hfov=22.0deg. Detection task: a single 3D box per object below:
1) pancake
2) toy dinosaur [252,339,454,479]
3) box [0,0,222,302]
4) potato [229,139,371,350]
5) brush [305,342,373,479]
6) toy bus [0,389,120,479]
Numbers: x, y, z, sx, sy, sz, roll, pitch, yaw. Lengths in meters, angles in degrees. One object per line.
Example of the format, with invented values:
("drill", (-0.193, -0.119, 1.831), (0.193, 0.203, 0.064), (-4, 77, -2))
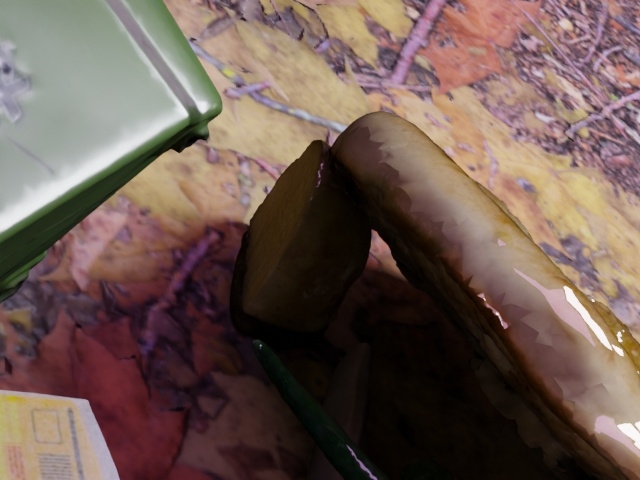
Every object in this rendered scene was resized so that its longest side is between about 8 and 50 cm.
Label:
("pancake", (0.145, 0.078, 0.905), (0.382, 0.071, 0.382), (49, 7, -8))
("toy dinosaur", (0.098, 0.260, 0.782), (0.447, 0.087, 0.301), (39, 39, -21))
("box", (-0.211, -0.027, 0.696), (0.178, 0.252, 0.328), (56, 38, -2))
("potato", (0.000, 0.000, 0.955), (0.066, 0.103, 0.096), (23, 42, -18))
("brush", (-0.023, 0.168, 0.803), (0.050, 0.060, 0.321), (23, 39, -6))
("toy bus", (-0.117, 0.214, 0.638), (0.138, 0.097, 0.343), (12, 45, -30))
